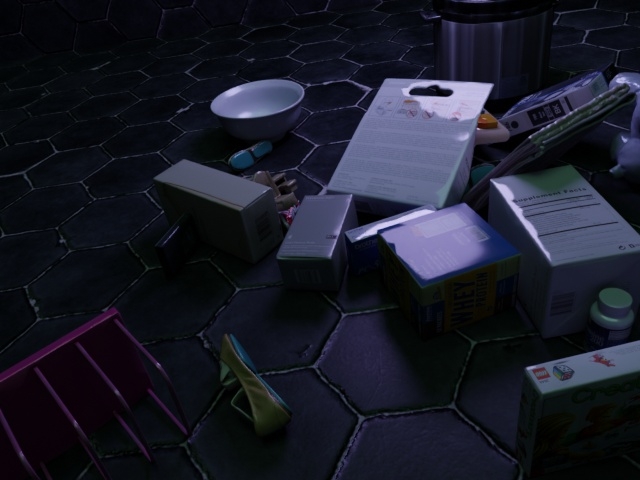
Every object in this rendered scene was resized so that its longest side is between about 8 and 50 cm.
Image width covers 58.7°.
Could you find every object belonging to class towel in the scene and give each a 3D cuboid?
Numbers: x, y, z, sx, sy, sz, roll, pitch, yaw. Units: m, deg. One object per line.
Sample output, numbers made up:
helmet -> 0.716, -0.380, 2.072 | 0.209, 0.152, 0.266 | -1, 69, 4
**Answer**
towel -> 0.501, -0.197, 1.283 | 0.332, 0.317, 0.053 | -29, 79, -23

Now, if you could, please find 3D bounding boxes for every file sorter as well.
file sorter -> -0.375, 0.291, 0.872 | 0.291, 0.202, 0.182 | -33, 44, -29

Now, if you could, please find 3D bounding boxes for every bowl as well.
bowl -> -0.188, -0.394, 1.811 | 0.298, 0.134, 0.297 | -6, 37, 5

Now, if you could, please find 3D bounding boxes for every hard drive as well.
hard drive -> -0.330, 0.011, 1.329 | 0.022, 0.094, 0.135 | 7, 39, 19

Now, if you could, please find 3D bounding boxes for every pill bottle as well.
pill bottle -> 0.484, 0.140, 0.954 | 0.067, 0.120, 0.067 | -6, 36, 4

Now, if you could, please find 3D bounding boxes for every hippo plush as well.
hippo plush -> 0.799, -0.249, 1.317 | 0.235, 0.236, 0.294 | 1, 28, 6

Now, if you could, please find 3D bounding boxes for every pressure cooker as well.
pressure cooker -> 0.539, -0.664, 1.775 | 0.376, 0.420, 0.370 | 21, 47, 36

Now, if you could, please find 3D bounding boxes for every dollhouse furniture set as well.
dollhouse furniture set -> -0.110, -0.149, 1.437 | 0.182, 0.101, 0.161 | -5, 28, 48

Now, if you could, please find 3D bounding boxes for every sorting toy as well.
sorting toy -> 0.369, -0.318, 1.497 | 0.193, 0.038, 0.208 | -7, 41, -9

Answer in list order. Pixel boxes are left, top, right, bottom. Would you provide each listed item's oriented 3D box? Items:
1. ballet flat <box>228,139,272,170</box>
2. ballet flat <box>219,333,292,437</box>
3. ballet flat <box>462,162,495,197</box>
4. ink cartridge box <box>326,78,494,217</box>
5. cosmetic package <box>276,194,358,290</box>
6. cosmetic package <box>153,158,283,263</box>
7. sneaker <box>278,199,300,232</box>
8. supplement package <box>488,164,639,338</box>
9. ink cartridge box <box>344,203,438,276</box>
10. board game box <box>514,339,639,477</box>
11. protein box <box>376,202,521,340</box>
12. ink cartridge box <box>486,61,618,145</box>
ballet flat -> -0.214, -0.250, 1.704 | 0.168, 0.057, 0.052 | -33, 15, -34
ballet flat -> -0.135, 0.247, 0.988 | 0.073, 0.080, 0.232 | -38, 42, -12
ballet flat -> 0.358, -0.146, 1.420 | 0.189, 0.070, 0.070 | -25, 39, -25
ink cartridge box -> 0.230, -0.231, 1.415 | 0.308, 0.091, 0.384 | 13, 64, 32
cosmetic package -> 0.000, 0.000, 1.266 | 0.127, 0.107, 0.238 | -1, 40, 16
cosmetic package -> -0.248, -0.076, 1.375 | 0.310, 0.160, 0.113 | 19, 45, 34
sneaker -> -0.071, -0.064, 1.417 | 0.067, 0.042, 0.118 | -19, 35, -7
supplement package -> 0.452, 0.012, 1.086 | 0.176, 0.177, 0.292 | -10, 36, 0
ink cartridge box -> 0.158, -0.001, 1.236 | 0.207, 0.097, 0.046 | -18, 38, -12
board game box -> 0.431, 0.223, 0.794 | 0.306, 0.192, 0.053 | -13, 36, -4
protein box -> 0.242, 0.053, 1.111 | 0.201, 0.135, 0.199 | -18, 37, -11
ink cartridge box -> 0.599, -0.357, 1.513 | 0.165, 0.065, 0.333 | -40, 13, -35
